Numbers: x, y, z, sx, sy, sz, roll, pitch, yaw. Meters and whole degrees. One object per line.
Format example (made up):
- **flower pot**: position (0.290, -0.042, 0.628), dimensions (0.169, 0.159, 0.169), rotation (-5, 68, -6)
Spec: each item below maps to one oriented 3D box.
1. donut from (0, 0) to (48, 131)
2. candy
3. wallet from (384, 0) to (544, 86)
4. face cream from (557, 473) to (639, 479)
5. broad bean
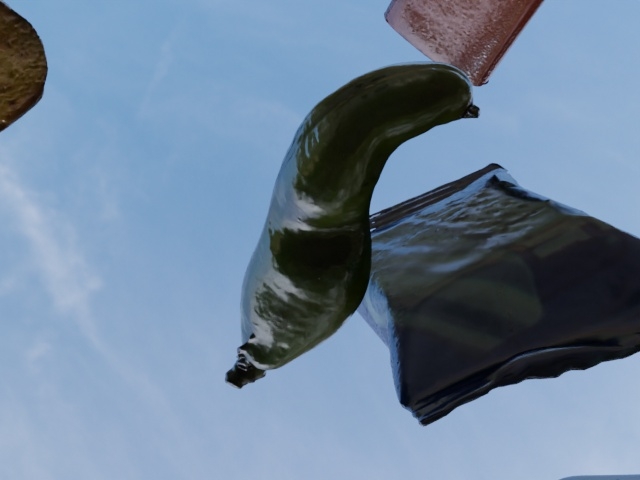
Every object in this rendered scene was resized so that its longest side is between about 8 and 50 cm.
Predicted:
- **donut**: position (-0.489, -0.281, 1.295), dimensions (0.152, 0.259, 0.101), rotation (-25, -134, -10)
- **candy**: position (0.098, 0.016, 0.583), dimensions (0.187, 0.077, 0.331), rotation (-21, -163, -4)
- **wallet**: position (0.162, -0.269, 0.919), dimensions (0.142, 0.204, 0.045), rotation (35, -126, 3)
- **face cream**: position (0.290, 0.294, 0.875), dimensions (0.291, 0.071, 0.144), rotation (1, -145, -4)
- **broad bean**: position (0.000, 0.000, 0.424), dimensions (0.070, 0.213, 0.048), rotation (17, -141, -20)
